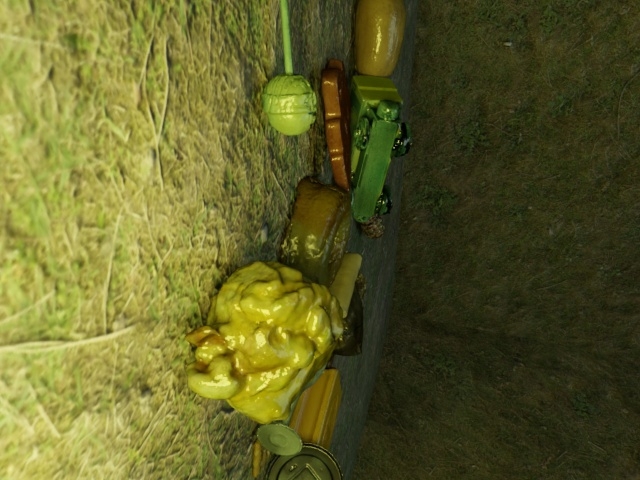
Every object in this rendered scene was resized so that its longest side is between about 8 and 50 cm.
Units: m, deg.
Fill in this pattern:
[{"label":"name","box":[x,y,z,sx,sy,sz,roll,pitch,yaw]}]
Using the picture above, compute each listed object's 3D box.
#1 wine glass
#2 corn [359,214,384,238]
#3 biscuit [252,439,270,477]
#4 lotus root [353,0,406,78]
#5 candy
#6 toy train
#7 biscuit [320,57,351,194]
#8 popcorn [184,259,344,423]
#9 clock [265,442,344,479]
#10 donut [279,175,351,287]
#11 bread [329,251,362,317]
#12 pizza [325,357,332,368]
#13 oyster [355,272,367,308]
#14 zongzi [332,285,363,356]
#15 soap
[{"label":"wine glass","box":[-0.050,0.246,1.069,0.310,0.096,0.265,-65,155,-55]},{"label":"corn","box":[0.182,-0.073,1.841,0.280,0.092,0.092,41,58,-69]},{"label":"biscuit","box":[-0.123,0.444,1.052,0.081,0.018,0.083,-38,135,-70]},{"label":"lotus root","box":[0.159,-0.558,1.329,0.146,0.130,0.304,-54,149,-65]},{"label":"candy","box":[-0.053,-0.332,0.758,0.093,0.092,0.336,-13,108,-36]},{"label":"toy train","box":[0.129,-0.232,1.354,0.237,0.150,0.369,-103,-161,-46]},{"label":"biscuit","box":[0.039,-0.256,1.139,0.284,0.043,0.307,-16,103,-80]},{"label":"popcorn","box":[-0.086,0.140,0.722,0.266,0.192,0.233,-5,121,-52]},{"label":"clock","box":[-0.037,0.564,1.141,0.040,0.184,0.185,99,8,-53]},{"label":"donut","box":[0.000,0.000,1.096,0.272,0.107,0.272,10,90,-75]},{"label":"bread","box":[0.021,0.108,1.207,0.060,0.139,0.178,54,39,-34]},{"label":"pizza","box":[0.020,0.403,1.609,0.100,0.029,0.099,-46,151,-63]},{"label":"oyster","box":[0.148,0.214,1.944,0.105,0.056,0.177,-61,160,-85]},{"label":"zongzi","box":[0.058,0.184,1.452,0.260,0.122,0.289,57,34,-66]},{"label":"soap","box":[-0.024,0.514,1.337,0.204,0.096,0.325,80,23,-51]}]
